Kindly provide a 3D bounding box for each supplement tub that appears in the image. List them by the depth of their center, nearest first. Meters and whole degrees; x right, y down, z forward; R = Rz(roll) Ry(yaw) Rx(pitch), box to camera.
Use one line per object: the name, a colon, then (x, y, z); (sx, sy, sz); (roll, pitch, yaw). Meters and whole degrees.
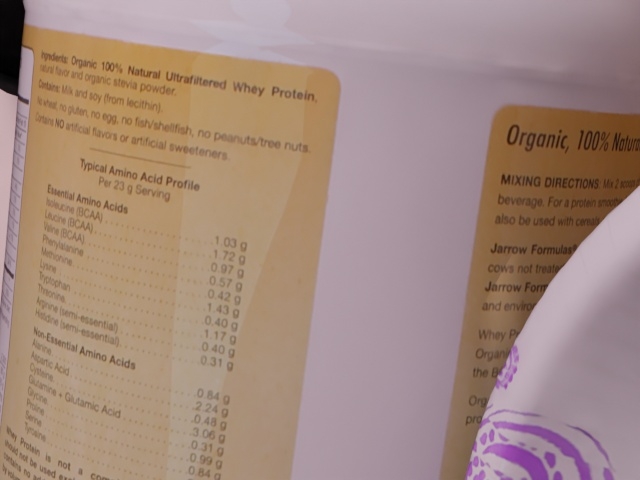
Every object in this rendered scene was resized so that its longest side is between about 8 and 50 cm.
supplement tub: (0.000, 0.000, 0.500); (0.228, 0.228, 0.316); (14, 101, 33)

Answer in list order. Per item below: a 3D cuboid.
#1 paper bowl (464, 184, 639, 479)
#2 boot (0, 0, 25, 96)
paper bowl: (0.161, 0.114, 0.315); (0.284, 0.148, 0.284); (-18, 70, 59)
boot: (-0.124, -0.205, 0.548); (0.131, 0.260, 0.348); (49, 117, 21)
